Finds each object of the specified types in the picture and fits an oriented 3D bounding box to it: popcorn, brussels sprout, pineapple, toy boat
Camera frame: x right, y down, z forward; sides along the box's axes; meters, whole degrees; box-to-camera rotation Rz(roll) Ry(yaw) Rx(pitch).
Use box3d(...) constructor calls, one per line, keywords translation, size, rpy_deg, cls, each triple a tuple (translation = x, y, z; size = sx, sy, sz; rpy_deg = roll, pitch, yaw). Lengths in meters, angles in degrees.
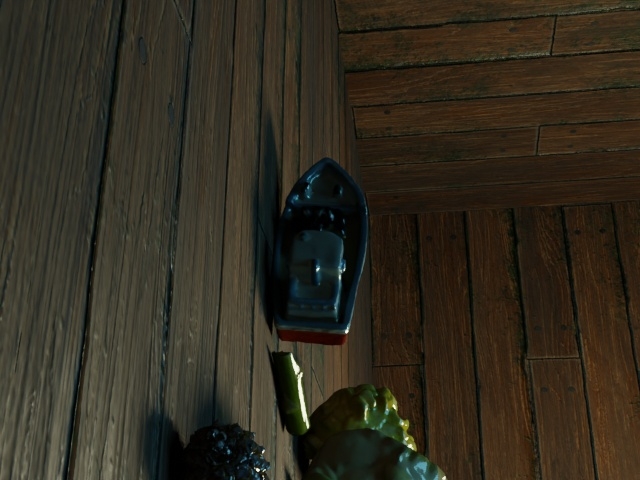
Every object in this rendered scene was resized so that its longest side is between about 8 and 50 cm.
box3d(translation=(0.059, 0.371, 1.763), size=(0.181, 0.217, 0.235), rpy_deg=(58, -6, 38), cls="popcorn")
box3d(translation=(0.054, 0.415, 1.211), size=(0.344, 0.268, 0.344), rpy_deg=(22, 90, -80), cls="brussels sprout")
box3d(translation=(-0.084, 0.244, 0.955), size=(0.221, 0.083, 0.103), rpy_deg=(83, 7, -48), cls="pineapple")
box3d(translation=(0.000, 0.000, 1.542), size=(0.133, 0.145, 0.331), rpy_deg=(90, 5, -48), cls="toy boat")

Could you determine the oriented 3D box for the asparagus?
box3d(translation=(-0.046, 0.229, 1.511), size=(0.041, 0.045, 0.178), rpy_deg=(43, -30, 47), cls="asparagus")
